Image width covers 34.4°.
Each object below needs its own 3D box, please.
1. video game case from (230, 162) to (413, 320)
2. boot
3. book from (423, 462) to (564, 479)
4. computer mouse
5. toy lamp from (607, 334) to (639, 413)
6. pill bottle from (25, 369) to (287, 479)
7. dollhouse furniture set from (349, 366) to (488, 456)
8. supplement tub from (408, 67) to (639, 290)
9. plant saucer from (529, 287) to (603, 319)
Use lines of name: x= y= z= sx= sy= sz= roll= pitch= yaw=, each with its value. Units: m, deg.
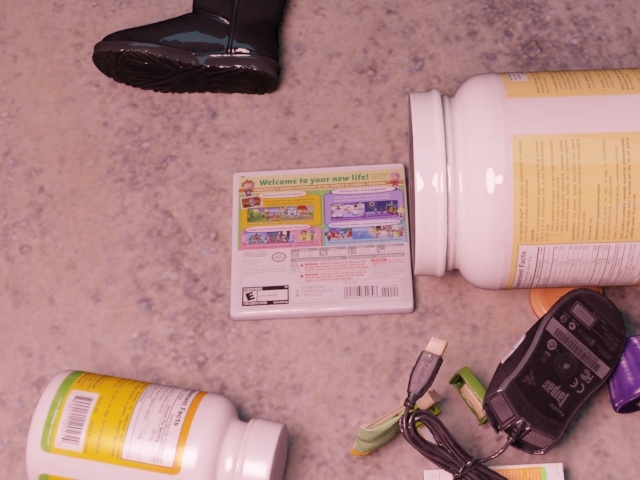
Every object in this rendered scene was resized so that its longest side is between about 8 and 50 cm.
video game case: x=0.000 y=0.000 z=1.233 sx=0.212 sy=0.023 sz=0.193 roll=-3 pitch=63 yaw=4
boot: x=-0.162 y=-0.300 z=1.355 sx=0.247 sy=0.094 sz=0.207 roll=4 pitch=67 yaw=-1
book: x=0.182 y=0.284 z=1.071 sx=0.144 sy=0.035 sz=0.096 roll=-3 pitch=66 yaw=3
computer mouse: x=0.190 y=0.140 z=1.071 sx=0.184 sy=0.060 sz=0.262 roll=36 pitch=75 yaw=-7
toy lamp: x=0.368 y=0.227 z=1.059 sx=0.080 sy=0.080 sz=0.274 roll=-18 pitch=63 yaw=-5
pill bottle: x=-0.164 y=0.219 z=1.070 sx=0.246 sy=0.136 sz=0.136 roll=8 pitch=64 yaw=8
dollhouse furniture set: x=0.108 y=0.197 z=1.089 sx=0.152 sy=0.076 sz=0.058 roll=-26 pitch=68 yaw=-23
supplement tub: x=0.264 y=-0.066 z=1.124 sx=0.331 sy=0.241 sz=0.241 roll=-1 pitch=63 yaw=4
plant saucer: x=0.282 y=0.064 z=1.184 sx=0.083 sy=0.013 sz=0.083 roll=-2 pitch=63 yaw=4
